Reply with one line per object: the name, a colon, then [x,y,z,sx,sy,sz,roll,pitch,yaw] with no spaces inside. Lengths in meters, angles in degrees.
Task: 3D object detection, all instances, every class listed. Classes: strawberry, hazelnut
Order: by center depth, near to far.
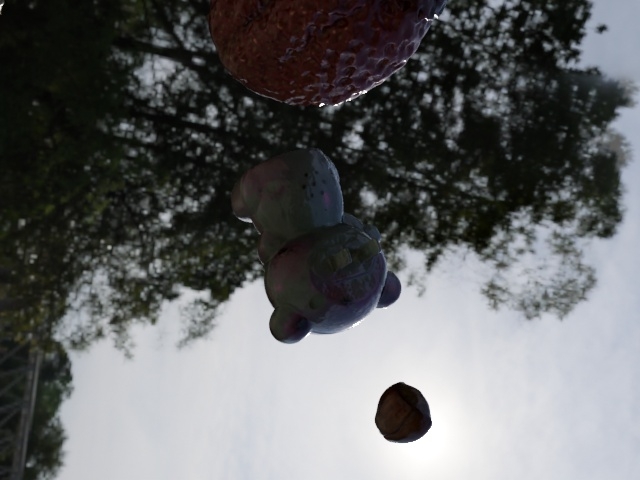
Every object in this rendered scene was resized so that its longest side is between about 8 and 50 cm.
strawberry: [-0.007,-0.302,0.956,0.288,0.238,0.250,-25,-143,15]
hazelnut: [0.111,0.237,1.090,0.086,0.086,0.086,-172,-90,-67]

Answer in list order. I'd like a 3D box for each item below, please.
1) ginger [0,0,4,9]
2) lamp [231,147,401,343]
ginger: [-0.331,-0.117,0.544,0.267,0.152,0.138,-48,-121,8]
lamp: [0.000,0.000,1.299,0.247,0.247,0.301,-35,-106,58]
